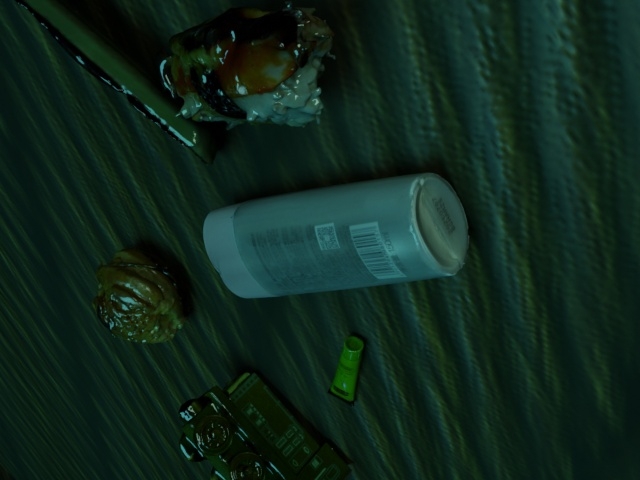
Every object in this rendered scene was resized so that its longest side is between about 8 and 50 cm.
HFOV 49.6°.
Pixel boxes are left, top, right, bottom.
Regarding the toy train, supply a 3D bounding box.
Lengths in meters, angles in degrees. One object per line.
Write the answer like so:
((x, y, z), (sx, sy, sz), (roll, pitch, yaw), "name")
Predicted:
((-0.078, 0.273, 0.898), (0.225, 0.137, 0.090), (49, 144, -1), "toy train")

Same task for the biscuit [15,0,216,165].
((-0.220, -0.186, 0.659), (0.322, 0.038, 0.099), (41, 180, 3), "biscuit")

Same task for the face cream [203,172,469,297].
((0.000, 0.000, 0.639), (0.269, 0.073, 0.107), (-9, 113, 44), "face cream")

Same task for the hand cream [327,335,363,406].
((0.030, 0.151, 0.787), (0.036, 0.023, 0.122), (26, 141, 15), "hand cream")

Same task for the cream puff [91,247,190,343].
((-0.231, 0.077, 0.879), (0.120, 0.104, 0.133), (0, 126, 31), "cream puff")

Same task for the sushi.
((-0.056, -0.135, 0.552), (0.226, 0.097, 0.103), (13, 128, 51), "sushi")
